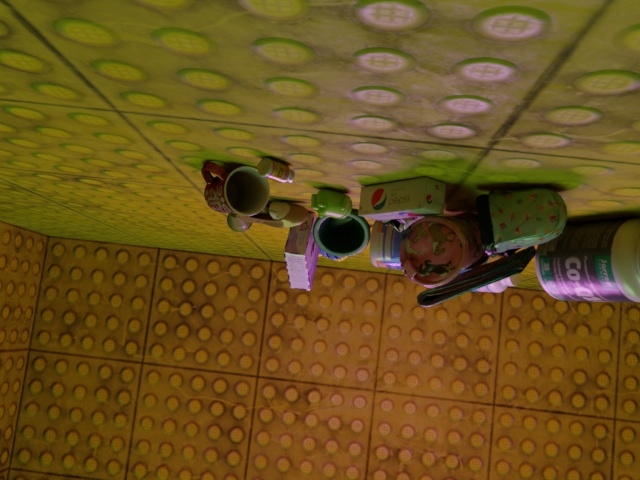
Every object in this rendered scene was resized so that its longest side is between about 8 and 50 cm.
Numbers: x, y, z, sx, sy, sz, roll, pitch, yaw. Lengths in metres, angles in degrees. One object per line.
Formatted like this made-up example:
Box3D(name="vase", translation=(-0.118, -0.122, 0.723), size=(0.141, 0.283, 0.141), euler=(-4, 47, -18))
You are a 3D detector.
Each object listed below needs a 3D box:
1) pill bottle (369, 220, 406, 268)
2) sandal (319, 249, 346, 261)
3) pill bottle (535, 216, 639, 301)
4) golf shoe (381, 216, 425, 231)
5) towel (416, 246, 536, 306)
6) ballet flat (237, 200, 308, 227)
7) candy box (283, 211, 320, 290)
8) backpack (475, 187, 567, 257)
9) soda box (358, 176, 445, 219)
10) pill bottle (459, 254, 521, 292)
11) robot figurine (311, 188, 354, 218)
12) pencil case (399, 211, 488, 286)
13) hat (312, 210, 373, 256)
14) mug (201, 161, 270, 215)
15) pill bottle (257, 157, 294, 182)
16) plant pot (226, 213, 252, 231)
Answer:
Box3D(name="pill bottle", translation=(0.293, 0.014, 1.931), size=(0.272, 0.152, 0.152), euler=(5, 173, 20))
Box3D(name="sandal", translation=(0.000, 0.000, 2.231), size=(0.138, 0.126, 0.317), euler=(15, 168, -29))
Box3D(name="pill bottle", translation=(0.727, 0.050, 1.621), size=(0.204, 0.204, 0.361), euler=(10, 171, -25))
Box3D(name="golf shoe", translation=(0.206, -0.061, 1.688), size=(0.067, 0.086, 0.186), euler=(-2, 171, 40))
Box3D(name="towel", translation=(0.414, 0.086, 1.712), size=(0.271, 0.040, 0.370), euler=(-24, 176, 24))
Box3D(name="ballet flat", translation=(-0.150, -0.081, 1.902), size=(0.232, 0.080, 0.073), euler=(1, 156, 27))
Box3D(name="candy box", translation=(-0.056, 0.032, 2.065), size=(0.070, 0.165, 0.196), euler=(6, 144, 10))
Box3D(name="backpack", translation=(0.431, -0.044, 1.408), size=(0.182, 0.152, 0.115), euler=(-10, 176, 22))
Box3D(name="soda box", translation=(0.182, -0.092, 1.508), size=(0.069, 0.074, 0.216), euler=(11, 171, -37))
Box3D(name="pill bottle", translation=(0.618, 0.122, 2.508), size=(0.264, 0.146, 0.146), euler=(-1, 170, 43))
Box3D(name="robot figurine", translation=(0.032, -0.092, 1.669), size=(0.115, 0.067, 0.101), euler=(12, 159, -37))
Box3D(name="pencil case", translation=(0.316, 0.013, 1.604), size=(0.167, 0.160, 0.386), euler=(15, -169, 24))
Box3D(name="hat", translation=(0.070, -0.066, 2.016), size=(0.173, 0.183, 0.208), euler=(-1, 130, 7))
Box3D(name="mug", translation=(-0.212, -0.130, 1.566), size=(0.113, 0.150, 0.169), euler=(-30, -166, -25))
Box3D(name="pill bottle", translation=(-0.094, -0.149, 1.430), size=(0.043, 0.043, 0.083), euler=(0, 171, 41))
Box3D(name="plant pot", translation=(-0.252, -0.078, 2.033), size=(0.083, 0.083, 0.079), euler=(6, 161, 3))
